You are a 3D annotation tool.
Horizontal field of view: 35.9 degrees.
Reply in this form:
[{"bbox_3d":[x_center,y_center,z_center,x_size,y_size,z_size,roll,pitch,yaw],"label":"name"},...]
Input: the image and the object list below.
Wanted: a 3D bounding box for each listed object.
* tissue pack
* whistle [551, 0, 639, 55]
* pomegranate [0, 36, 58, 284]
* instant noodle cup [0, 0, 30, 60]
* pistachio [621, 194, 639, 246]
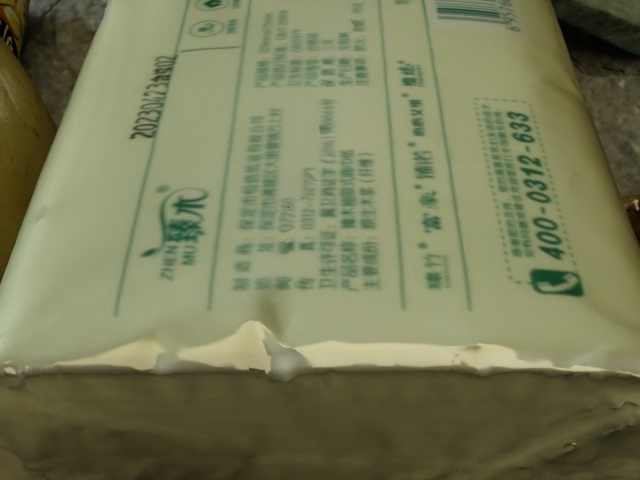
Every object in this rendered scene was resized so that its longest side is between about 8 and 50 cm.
[{"bbox_3d":[0.000,0.000,0.547,0.297,0.207,0.380,1,40,3],"label":"tissue pack"},{"bbox_3d":[0.087,-0.247,0.716,0.405,0.188,0.168,4,70,0],"label":"whistle"},{"bbox_3d":[-0.305,-0.022,0.555,0.319,0.319,0.319,0,70,-1],"label":"pomegranate"},{"bbox_3d":[-0.279,-0.164,0.709,0.151,0.151,0.122,4,59,1],"label":"instant noodle cup"},{"bbox_3d":[0.213,0.063,0.639,0.165,0.130,0.210,26,80,5],"label":"pistachio"}]
